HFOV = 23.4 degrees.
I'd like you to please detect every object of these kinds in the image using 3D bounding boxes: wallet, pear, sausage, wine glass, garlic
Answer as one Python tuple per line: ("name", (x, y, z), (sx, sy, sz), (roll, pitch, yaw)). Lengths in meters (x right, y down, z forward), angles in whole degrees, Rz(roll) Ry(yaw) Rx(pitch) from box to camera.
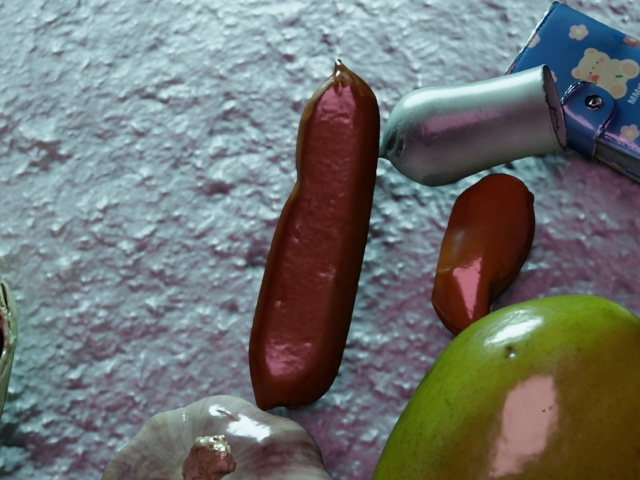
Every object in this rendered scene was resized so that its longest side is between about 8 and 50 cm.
("wallet", (0.295, -0.150, 1.581), (0.202, 0.059, 0.141), (29, 76, 21))
("pear", (0.182, 0.193, 1.342), (0.253, 0.253, 0.307), (38, 79, 24))
("sausage", (0.157, 0.017, 1.519), (0.089, 0.089, 0.179), (14, 64, 17))
("sausage", (0.000, 0.000, 1.492), (0.094, 0.097, 0.348), (13, 96, -1))
("wine glass", (0.126, -0.108, 1.546), (0.231, 0.103, 0.103), (-14, 63, 20))
("garlic", (-0.095, 0.238, 1.381), (0.245, 0.253, 0.245), (-1, 61, 2))

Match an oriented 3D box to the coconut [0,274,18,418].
("coconut", (-0.463, 0.121, 1.486), (0.353, 0.352, 0.352), (-4, 65, 9))
